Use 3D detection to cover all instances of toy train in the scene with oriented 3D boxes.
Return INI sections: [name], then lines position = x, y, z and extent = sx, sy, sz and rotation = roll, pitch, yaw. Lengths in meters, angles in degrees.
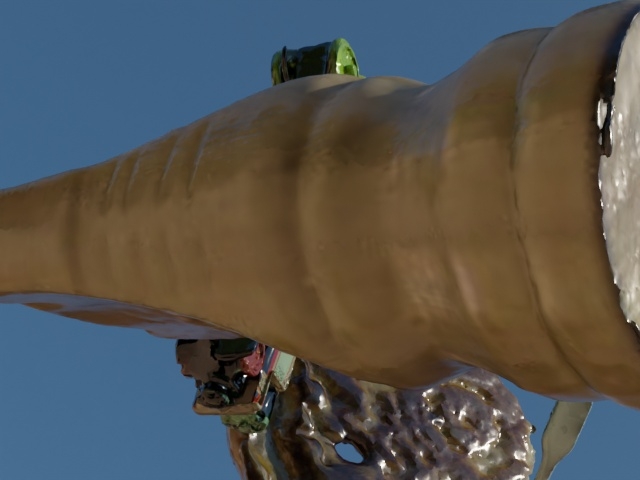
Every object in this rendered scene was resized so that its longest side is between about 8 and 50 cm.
[toy train]
position = -0.019, -0.006, 0.893
extent = 0.053, 0.249, 0.085
rotation = -4, -44, 23

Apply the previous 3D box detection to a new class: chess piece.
[chess piece]
position = 0.000, 0.000, 0.604
extent = 0.301, 0.137, 0.137
rotation = -5, -58, 35

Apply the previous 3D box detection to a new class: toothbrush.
[toothbrush]
position = 0.070, 0.150, 0.713
extent = 0.016, 0.019, 0.219
rotation = 19, -69, -1

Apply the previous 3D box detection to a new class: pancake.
[pancake]
position = 0.013, 0.116, 0.972
extent = 0.212, 0.257, 0.056
rotation = 38, -51, 1
